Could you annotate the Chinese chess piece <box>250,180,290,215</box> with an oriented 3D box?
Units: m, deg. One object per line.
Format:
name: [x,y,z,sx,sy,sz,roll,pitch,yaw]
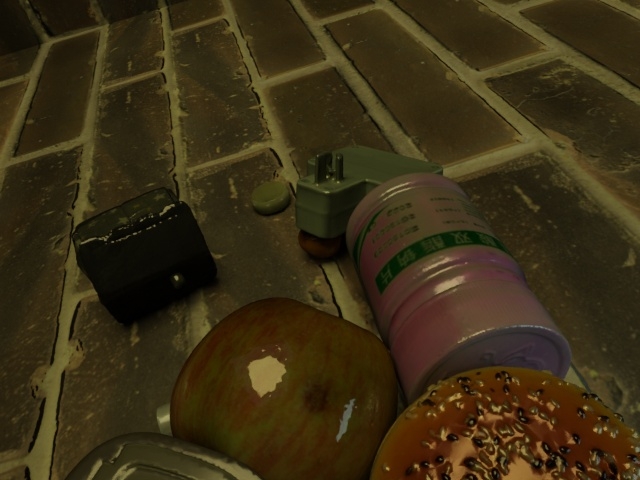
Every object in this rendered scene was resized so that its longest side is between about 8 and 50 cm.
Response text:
Chinese chess piece: [-0.105,-0.089,1.200,0.084,0.034,0.084,-10,39,8]

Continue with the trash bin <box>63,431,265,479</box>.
trash bin: [-0.130,0.351,0.544,0.219,0.250,0.220,8,46,24]

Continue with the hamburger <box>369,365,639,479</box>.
hamburger: [0.195,0.265,0.566,0.300,0.176,0.300,-4,58,7]

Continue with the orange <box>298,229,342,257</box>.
orange: [0.000,0.000,1.045,0.086,0.062,0.086,-3,27,1]

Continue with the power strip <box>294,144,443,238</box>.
power strip: [0.068,-0.115,1.052,0.229,0.141,0.261,23,34,37]

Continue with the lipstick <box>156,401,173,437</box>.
lipstick: [-0.104,0.219,0.832,0.263,0.059,0.059,-21,41,-7]

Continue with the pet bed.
pet bed: [-0.309,0.033,1.017,0.210,0.183,0.159,-26,35,-16]

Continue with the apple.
apple: [-0.035,0.189,0.686,0.264,0.264,0.264,-9,41,8]

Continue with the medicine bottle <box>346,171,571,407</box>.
medicine bottle: [0.170,0.072,0.797,0.212,0.212,0.325,-16,40,0]
